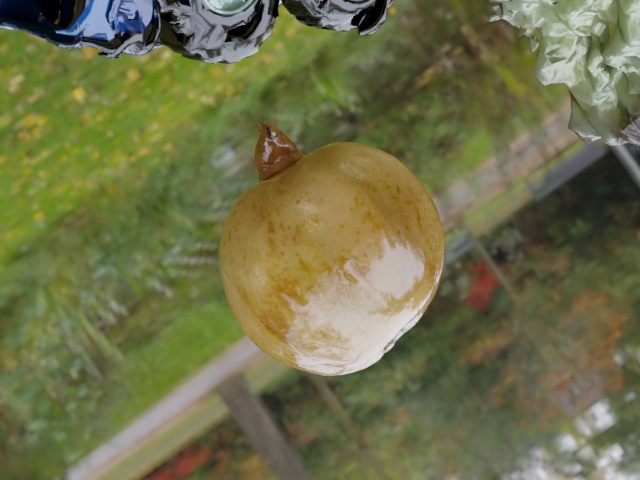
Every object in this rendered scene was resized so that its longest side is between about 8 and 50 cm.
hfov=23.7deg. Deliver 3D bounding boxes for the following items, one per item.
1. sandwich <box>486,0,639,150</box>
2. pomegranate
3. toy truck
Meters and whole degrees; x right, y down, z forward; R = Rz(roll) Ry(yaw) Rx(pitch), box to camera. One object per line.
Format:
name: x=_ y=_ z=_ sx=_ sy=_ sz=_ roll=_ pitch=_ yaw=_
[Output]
sandwich: x=0.166 y=-0.141 z=0.423 sx=0.262 sy=0.131 sz=0.325 roll=-57 pitch=173 yaw=-11
pomegranate: x=0.009 y=0.014 z=1.346 sx=0.207 sy=0.207 sz=0.207 roll=-35 pitch=175 yaw=-3
toy truck: x=-0.067 y=-0.157 z=0.762 sx=0.208 sy=0.126 sz=0.113 roll=-19 pitch=-156 yaw=-33
